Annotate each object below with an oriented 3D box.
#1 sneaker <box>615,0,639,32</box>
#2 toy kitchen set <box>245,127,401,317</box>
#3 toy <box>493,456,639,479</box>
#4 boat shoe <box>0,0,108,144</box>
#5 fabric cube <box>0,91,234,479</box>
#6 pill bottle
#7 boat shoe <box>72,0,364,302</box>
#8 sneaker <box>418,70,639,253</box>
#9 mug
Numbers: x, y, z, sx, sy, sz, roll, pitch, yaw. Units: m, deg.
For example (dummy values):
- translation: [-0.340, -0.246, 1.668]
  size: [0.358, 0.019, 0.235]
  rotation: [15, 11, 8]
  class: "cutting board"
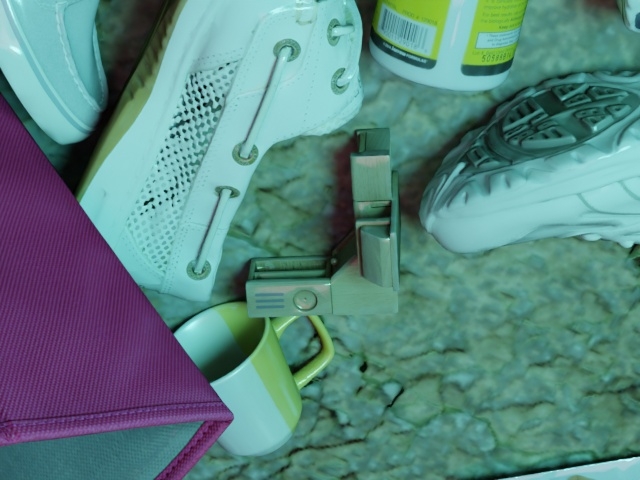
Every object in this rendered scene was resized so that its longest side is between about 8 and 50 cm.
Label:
- translation: [0.190, -0.195, 0.584]
  size: [0.153, 0.094, 0.235]
  rotation: [-5, 117, 4]
  class: "sneaker"
- translation: [0.000, 0.000, 0.706]
  size: [0.075, 0.068, 0.083]
  rotation: [-2, 117, 4]
  class: "toy kitchen set"
- translation: [0.198, 0.179, 0.796]
  size: [0.237, 0.056, 0.137]
  rotation: [-7, 118, 6]
  class: "toy"
- translation: [-0.118, -0.132, 0.653]
  size: [0.063, 0.066, 0.184]
  rotation: [-13, 106, 10]
  class: "boat shoe"
- translation: [-0.246, 0.058, 0.585]
  size: [0.254, 0.259, 0.258]
  rotation: [-47, 65, 23]
  class: "fabric cube"
- translation: [0.062, -0.128, 0.640]
  size: [0.065, 0.065, 0.116]
  rotation: [11, 117, -3]
  class: "pill bottle"
- translation: [-0.023, -0.085, 0.653]
  size: [0.096, 0.098, 0.277]
  rotation: [25, 125, -10]
  class: "boat shoe"
- translation: [0.162, -0.023, 0.678]
  size: [0.232, 0.090, 0.115]
  rotation: [-17, 119, 12]
  class: "sneaker"
- translation: [-0.033, 0.072, 0.751]
  size: [0.078, 0.062, 0.064]
  rotation: [-18, 123, 19]
  class: "mug"
